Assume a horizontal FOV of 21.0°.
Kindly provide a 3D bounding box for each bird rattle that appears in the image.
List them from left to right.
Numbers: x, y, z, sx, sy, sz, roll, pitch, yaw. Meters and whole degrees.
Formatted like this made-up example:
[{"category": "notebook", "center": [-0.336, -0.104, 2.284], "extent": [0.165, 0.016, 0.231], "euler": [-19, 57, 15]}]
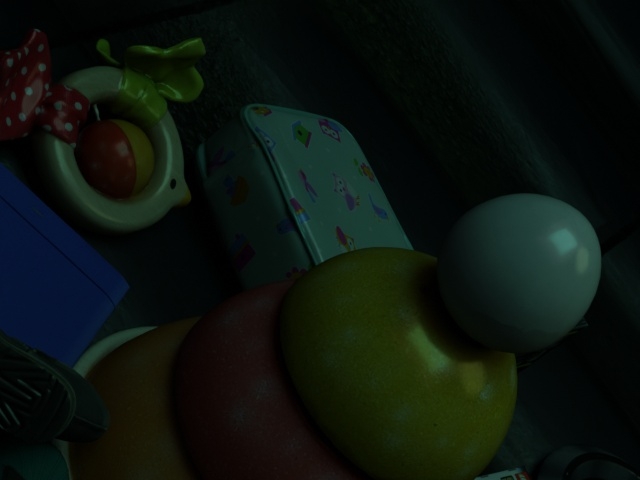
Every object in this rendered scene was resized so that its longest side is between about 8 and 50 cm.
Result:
[{"category": "bird rattle", "center": [-0.208, -0.107, 1.638], "extent": [0.253, 0.143, 0.207], "euler": [-19, 89, -53]}]

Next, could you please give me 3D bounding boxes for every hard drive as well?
[{"category": "hard drive", "center": [-0.303, 0.068, 1.371], "extent": [0.210, 0.040, 0.319], "euler": [44, 41, -11]}]

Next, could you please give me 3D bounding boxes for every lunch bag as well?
[{"category": "lunch bag", "center": [0.000, 0.000, 1.797], "extent": [0.224, 0.108, 0.279], "euler": [5, 55, -55]}]

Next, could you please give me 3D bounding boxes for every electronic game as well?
[{"category": "electronic game", "center": [0.328, 0.330, 1.929], "extent": [0.229, 0.048, 0.229], "euler": [24, 41, -23]}]

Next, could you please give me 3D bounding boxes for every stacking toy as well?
[{"category": "stacking toy", "center": [0.043, 0.125, 1.375], "extent": [0.350, 0.480, 0.351], "euler": [32, 37, -28]}]

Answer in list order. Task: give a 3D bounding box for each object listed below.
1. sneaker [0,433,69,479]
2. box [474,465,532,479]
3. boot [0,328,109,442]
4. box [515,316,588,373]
[{"category": "sneaker", "center": [-0.217, 0.259, 1.214], "extent": [0.108, 0.121, 0.302], "euler": [44, 40, -32]}, {"category": "box", "center": [0.220, 0.340, 1.796], "extent": [0.114, 0.036, 0.207], "euler": [-1, 59, -52]}, {"category": "boot", "center": [-0.239, 0.086, 1.253], "extent": [0.189, 0.076, 0.208], "euler": [40, 0, 0]}, {"category": "box", "center": [0.112, 0.128, 1.706], "extent": [0.270, 0.216, 0.060], "euler": [-8, 63, -53]}]
